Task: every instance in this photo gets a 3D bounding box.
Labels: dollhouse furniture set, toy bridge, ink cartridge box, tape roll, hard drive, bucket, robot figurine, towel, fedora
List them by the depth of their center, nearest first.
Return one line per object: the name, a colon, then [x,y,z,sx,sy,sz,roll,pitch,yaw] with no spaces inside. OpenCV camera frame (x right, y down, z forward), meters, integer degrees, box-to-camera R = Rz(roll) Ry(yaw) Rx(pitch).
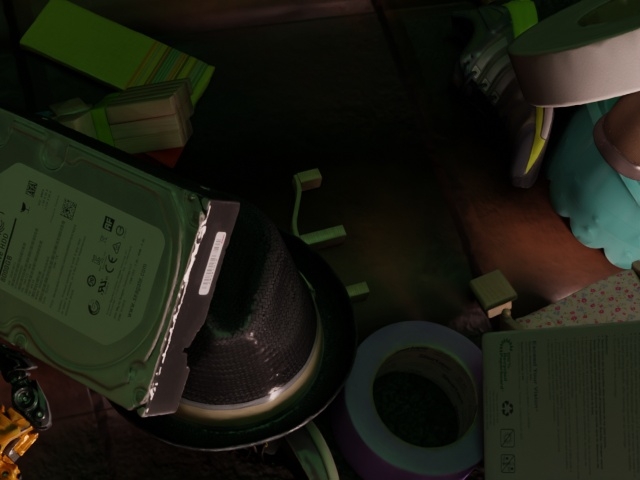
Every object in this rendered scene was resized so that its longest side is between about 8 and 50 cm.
ink cartridge box: [0.300,0.247,1.366,0.071,0.330,0.324,7,80,-38]
hard drive: [-0.260,0.012,1.411,0.339,0.237,0.064,25,11,31]
robot figurine: [-0.424,0.167,1.414,0.291,0.085,0.211,39,73,10]
fedora: [-0.114,0.061,1.469,0.334,0.152,0.334,-3,46,3]
dollhouse furniture set: [0.381,0.072,1.525,0.303,0.174,0.355,-23,48,-11]
tape roll: [0.110,0.193,1.541,0.189,0.080,0.189,6,59,-10]
tape roll: [0.412,-0.262,1.575,0.392,0.392,0.072,-29,105,-26]
toy bridge: [0.000,0.000,1.655,0.063,0.026,0.188,-14,65,-17]
bucket: [0.444,-0.111,1.731,0.281,0.183,0.281,6,59,-9]
towel: [-0.260,-0.235,1.731,0.237,0.021,0.102,24,53,2]

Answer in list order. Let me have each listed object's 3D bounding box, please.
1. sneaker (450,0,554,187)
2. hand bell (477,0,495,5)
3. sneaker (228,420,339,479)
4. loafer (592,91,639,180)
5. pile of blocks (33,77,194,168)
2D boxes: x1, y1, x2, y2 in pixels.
sneaker: [0.237,-0.196,1.789,0.121,0.111,0.300,-1,56,-3]
hand bell: [0.178,-0.437,1.917,0.126,0.126,0.242,-30,84,-26]
sneaker: [-0.072,0.226,1.487,0.118,0.083,0.222,-26,60,-20]
loafer: [0.498,-0.180,1.599,0.366,0.130,0.134,-27,69,-25]
pile of blocks: [-0.315,-0.095,1.604,0.362,0.149,0.112,-16,109,-11]
